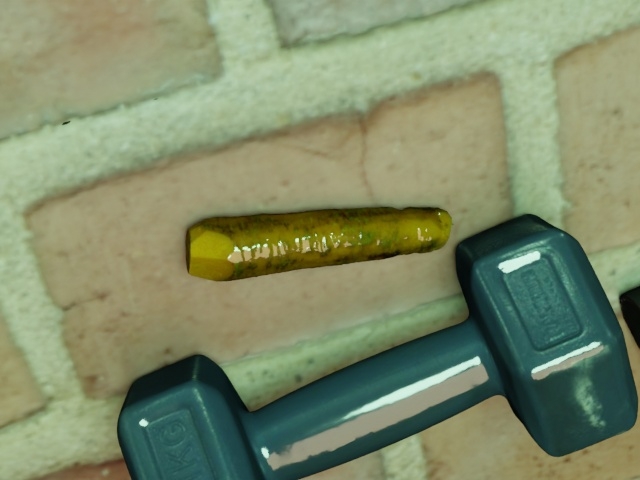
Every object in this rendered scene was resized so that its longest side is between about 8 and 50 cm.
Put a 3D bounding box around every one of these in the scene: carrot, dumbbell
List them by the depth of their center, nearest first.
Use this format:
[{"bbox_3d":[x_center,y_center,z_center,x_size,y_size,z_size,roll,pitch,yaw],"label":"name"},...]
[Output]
[{"bbox_3d":[0.000,0.000,0.900,0.171,0.042,0.042,-5,125,-15],"label":"carrot"},{"bbox_3d":[0.036,0.104,0.914,0.316,0.143,0.156,-23,129,1],"label":"dumbbell"}]

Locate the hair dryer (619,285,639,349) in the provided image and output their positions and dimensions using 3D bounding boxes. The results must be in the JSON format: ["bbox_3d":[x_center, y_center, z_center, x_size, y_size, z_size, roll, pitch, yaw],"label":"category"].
[{"bbox_3d":[0.301,0.109,1.040,0.114,0.070,0.248,-23,130,1],"label":"hair dryer"}]
